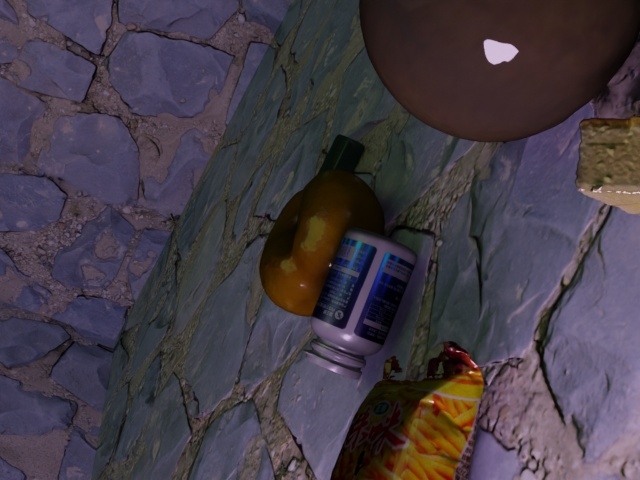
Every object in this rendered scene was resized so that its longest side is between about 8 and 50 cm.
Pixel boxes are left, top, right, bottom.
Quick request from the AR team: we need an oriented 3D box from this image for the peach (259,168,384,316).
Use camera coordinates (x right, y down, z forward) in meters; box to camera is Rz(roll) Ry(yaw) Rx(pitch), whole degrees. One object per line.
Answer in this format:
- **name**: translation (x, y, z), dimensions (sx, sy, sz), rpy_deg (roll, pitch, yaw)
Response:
- **peach**: translation (0.000, 0.000, 1.120), dimensions (0.251, 0.153, 0.251), rpy_deg (-40, 38, 40)

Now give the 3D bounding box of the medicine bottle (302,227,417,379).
- **medicine bottle**: translation (0.051, 0.087, 0.951), dimensions (0.191, 0.107, 0.107), rpy_deg (-68, 21, -4)

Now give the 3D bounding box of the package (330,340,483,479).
- **package**: translation (0.078, 0.251, 0.723), dimensions (0.288, 0.108, 0.223), rpy_deg (-65, 14, -18)

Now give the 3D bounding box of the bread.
- **bread**: translation (0.285, -0.071, 0.591), dimensions (0.109, 0.080, 0.084), rpy_deg (-22, 50, 65)

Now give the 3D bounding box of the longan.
- **longan**: translation (0.191, -0.265, 0.761), dimensions (0.319, 0.319, 0.318), rpy_deg (-51, 26, 36)

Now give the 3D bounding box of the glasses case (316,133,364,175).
- **glasses case**: translation (0.019, -0.113, 1.340), dimensions (0.184, 0.039, 0.078), rpy_deg (-64, 21, 6)
